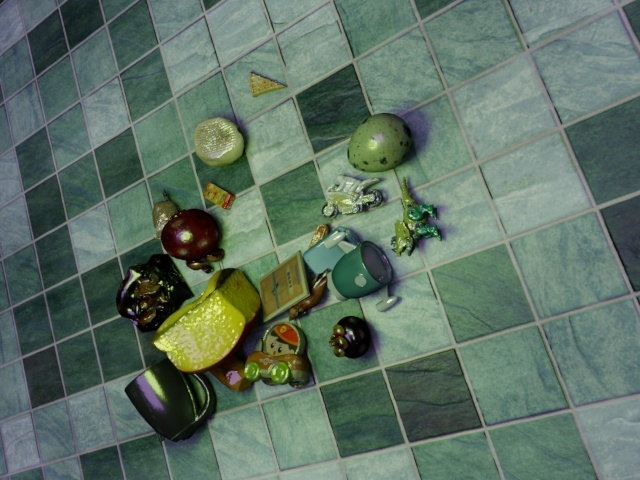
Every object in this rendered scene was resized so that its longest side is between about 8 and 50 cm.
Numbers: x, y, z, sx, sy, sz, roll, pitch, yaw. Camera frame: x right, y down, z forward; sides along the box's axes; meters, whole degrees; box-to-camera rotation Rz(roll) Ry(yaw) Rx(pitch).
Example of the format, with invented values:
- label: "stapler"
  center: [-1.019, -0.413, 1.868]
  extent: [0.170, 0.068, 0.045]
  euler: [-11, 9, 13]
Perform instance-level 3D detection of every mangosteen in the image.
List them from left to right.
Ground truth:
- label: "mangosteen"
  center: [-0.465, 0.008, 1.920]
  extent: [0.215, 0.215, 0.258]
  euler: [-22, 109, 23]
- label: "mangosteen"
  center: [0.088, 0.314, 1.651]
  extent: [0.137, 0.151, 0.137]
  euler: [17, 112, 49]

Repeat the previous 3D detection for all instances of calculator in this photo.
- label: "calculator"
  center: [0.036, 0.044, 1.729]
  extent: [0.210, 0.039, 0.121]
  euler: [-38, 96, 20]

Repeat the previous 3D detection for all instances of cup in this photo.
- label: "cup"
  center: [0.115, 0.110, 1.644]
  extent: [0.173, 0.167, 0.300]
  euler: [-34, 99, 29]

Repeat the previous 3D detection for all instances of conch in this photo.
- label: "conch"
  center: [-0.048, 0.190, 1.744]
  extent: [0.233, 0.080, 0.086]
  euler: [-49, 53, 37]

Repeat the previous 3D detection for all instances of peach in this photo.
- label: "peach"
  center: [-0.368, 0.280, 1.792]
  extent: [0.242, 0.306, 0.380]
  euler: [45, 80, -9]

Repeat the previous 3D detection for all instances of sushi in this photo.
- label: "sushi"
  center: [-0.669, 0.205, 1.990]
  extent: [0.227, 0.212, 0.216]
  euler: [-42, 72, 19]

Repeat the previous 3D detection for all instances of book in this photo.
- label: "book"
  center: [-0.133, 0.161, 1.777]
  extent: [0.241, 0.018, 0.170]
  euler: [-36, 53, 36]

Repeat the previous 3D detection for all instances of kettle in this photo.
- label: "kettle"
  center: [-0.543, 0.596, 1.934]
  extent: [0.268, 0.207, 0.290]
  euler: [-37, 77, -9]

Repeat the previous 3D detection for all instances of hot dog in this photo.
- label: "hot dog"
  center: [0.000, 0.000, 1.773]
  extent: [0.056, 0.041, 0.133]
  euler: [31, 108, 24]

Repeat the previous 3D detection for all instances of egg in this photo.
- label: "egg"
  center: [0.180, -0.300, 1.622]
  extent: [0.228, 0.177, 0.177]
  euler: [-25, 77, 39]

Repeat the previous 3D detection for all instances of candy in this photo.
- label: "candy"
  center: [-0.387, -0.170, 1.965]
  extent: [0.121, 0.038, 0.062]
  euler: [30, 100, 24]

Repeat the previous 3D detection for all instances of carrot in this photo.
- label: "carrot"
  center: [-0.376, 0.439, 1.895]
  extent: [0.301, 0.114, 0.114]
  euler: [31, 101, 28]

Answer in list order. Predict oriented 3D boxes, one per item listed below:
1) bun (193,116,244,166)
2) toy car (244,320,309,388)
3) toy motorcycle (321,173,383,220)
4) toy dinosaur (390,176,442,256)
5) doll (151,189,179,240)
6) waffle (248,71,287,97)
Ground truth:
- label: "bun"
  center: [-0.368, -0.365, 1.921]
  extent: [0.192, 0.128, 0.179]
  euler: [-13, 82, 13]
- label: "toy car"
  center: [-0.142, 0.390, 1.782]
  extent: [0.234, 0.145, 0.235]
  euler: [-11, 65, 24]
- label: "toy motorcycle"
  center: [0.097, -0.154, 1.713]
  extent: [0.228, 0.074, 0.151]
  euler: [-16, 77, 27]
- label: "toy dinosaur"
  center: [0.296, -0.079, 1.607]
  extent: [0.153, 0.094, 0.260]
  euler: [-2, 78, 22]
- label: "doll"
  center: [-0.607, -0.098, 2.037]
  extent: [0.105, 0.114, 0.222]
  euler: [-10, 76, 35]
- label: "waffle"
  center: [-0.195, -0.591, 1.900]
  extent: [0.152, 0.023, 0.098]
  euler: [-7, 86, 27]
